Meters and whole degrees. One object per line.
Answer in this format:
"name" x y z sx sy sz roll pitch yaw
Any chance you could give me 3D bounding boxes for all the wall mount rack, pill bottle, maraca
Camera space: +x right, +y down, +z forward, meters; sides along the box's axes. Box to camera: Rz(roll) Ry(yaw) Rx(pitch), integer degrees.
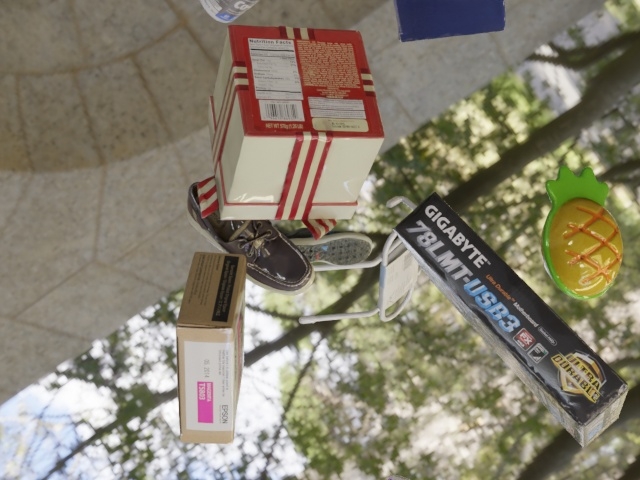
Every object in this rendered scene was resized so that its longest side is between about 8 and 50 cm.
"wall mount rack" 0.100 0.068 2.163 0.130 0.304 0.350 39 153 26
"pill bottle" -0.114 -0.392 1.480 0.078 0.137 0.078 23 -126 -37
"maraca" 0.358 -0.011 1.358 0.127 0.099 0.186 1 -98 -28

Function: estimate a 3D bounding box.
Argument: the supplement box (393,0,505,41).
"supplement box" 0.218 -0.561 1.760 0.194 0.195 0.357 67 -159 -61

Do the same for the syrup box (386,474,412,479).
"syrup box" 0.159 0.609 2.014 0.093 0.237 0.096 31 164 -32

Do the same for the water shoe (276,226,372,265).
"water shoe" 0.000 0.000 1.872 0.203 0.073 0.080 -1 -143 -22

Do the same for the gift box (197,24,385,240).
"gift box" -0.058 -0.158 1.567 0.258 0.255 0.276 114 156 -57

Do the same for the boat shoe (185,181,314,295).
"boat shoe" -0.134 -0.006 1.774 0.285 0.103 0.092 39 167 17

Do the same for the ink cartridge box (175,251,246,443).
"ink cartridge box" -0.166 0.166 1.526 0.193 0.088 0.235 -88 2 -56

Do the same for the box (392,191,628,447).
"box" 0.228 0.103 1.158 0.293 0.073 0.295 47 -179 22
